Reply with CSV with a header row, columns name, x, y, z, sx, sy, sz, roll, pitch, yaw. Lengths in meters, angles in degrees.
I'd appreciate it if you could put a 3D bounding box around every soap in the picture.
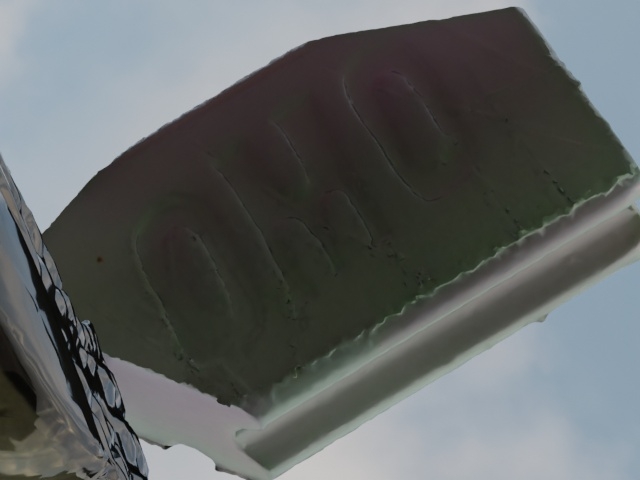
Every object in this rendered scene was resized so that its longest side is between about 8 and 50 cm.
name,x,y,z,sx,sy,sz,roll,pitch,yaw
soap,0.000,0.000,1.465,0.446,0.156,0.261,-31,-115,-1

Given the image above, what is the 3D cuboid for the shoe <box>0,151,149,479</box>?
name,x,y,z,sx,sy,sz,roll,pitch,yaw
shoe,-0.141,0.091,0.602,0.171,0.336,0.132,-21,-112,-5
